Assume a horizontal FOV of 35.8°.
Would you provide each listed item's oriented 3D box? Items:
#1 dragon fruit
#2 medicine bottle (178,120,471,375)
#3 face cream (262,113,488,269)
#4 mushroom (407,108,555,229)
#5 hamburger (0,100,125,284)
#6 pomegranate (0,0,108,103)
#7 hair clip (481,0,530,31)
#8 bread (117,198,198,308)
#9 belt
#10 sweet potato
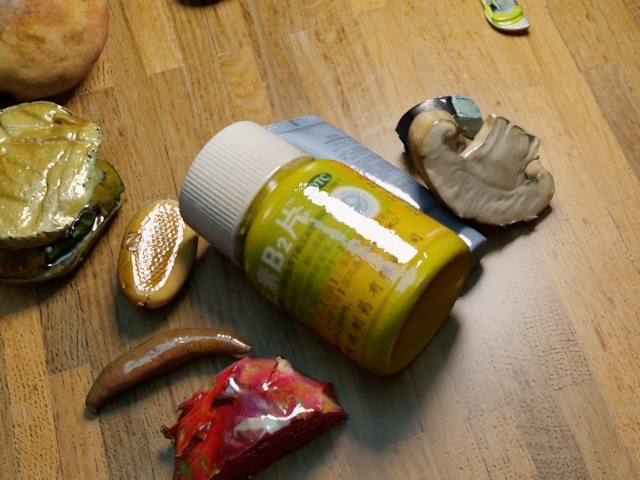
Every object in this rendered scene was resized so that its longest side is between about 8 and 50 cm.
[{"bbox_3d":[-0.114,0.228,1.342,0.274,0.126,0.161,-28,63,-9],"label":"dragon fruit"},{"bbox_3d":[0.000,0.000,1.397,0.384,0.224,0.224,34,70,22],"label":"medicine bottle"},{"bbox_3d":[0.086,-0.083,1.510,0.385,0.086,0.135,38,35,24],"label":"face cream"},{"bbox_3d":[0.211,-0.122,1.449,0.151,0.286,0.156,40,104,49],"label":"mushroom"},{"bbox_3d":[-0.452,-0.070,1.545,0.265,0.134,0.285,25,60,22],"label":"hamburger"},{"bbox_3d":[-0.509,-0.382,1.636,0.322,0.322,0.322,-3,61,5],"label":"pomegranate"},{"bbox_3d":[0.300,-0.426,1.702,0.060,0.033,0.188,-18,63,0],"label":"hair clip"},{"bbox_3d":[-0.248,0.024,1.500,0.114,0.077,0.189,16,62,-7],"label":"bread"},{"bbox_3d":[0.186,-0.177,1.541,0.140,0.105,0.058,-13,60,-11],"label":"belt"},{"bbox_3d":[-0.226,0.169,1.425,0.255,0.058,0.078,-20,58,0],"label":"sweet potato"}]
